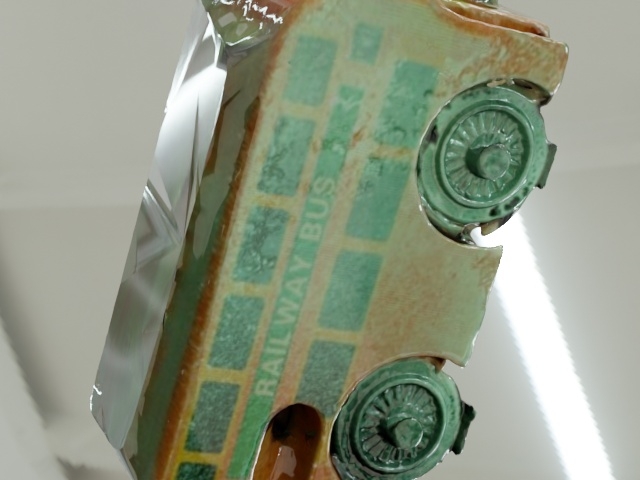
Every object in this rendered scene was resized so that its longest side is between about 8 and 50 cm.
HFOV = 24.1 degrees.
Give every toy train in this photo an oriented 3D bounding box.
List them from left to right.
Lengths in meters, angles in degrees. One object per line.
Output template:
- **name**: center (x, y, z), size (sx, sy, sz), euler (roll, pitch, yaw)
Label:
- **toy train**: center (0.000, 0.000, 0.424), size (0.072, 0.099, 0.188), euler (-135, -122, -62)
